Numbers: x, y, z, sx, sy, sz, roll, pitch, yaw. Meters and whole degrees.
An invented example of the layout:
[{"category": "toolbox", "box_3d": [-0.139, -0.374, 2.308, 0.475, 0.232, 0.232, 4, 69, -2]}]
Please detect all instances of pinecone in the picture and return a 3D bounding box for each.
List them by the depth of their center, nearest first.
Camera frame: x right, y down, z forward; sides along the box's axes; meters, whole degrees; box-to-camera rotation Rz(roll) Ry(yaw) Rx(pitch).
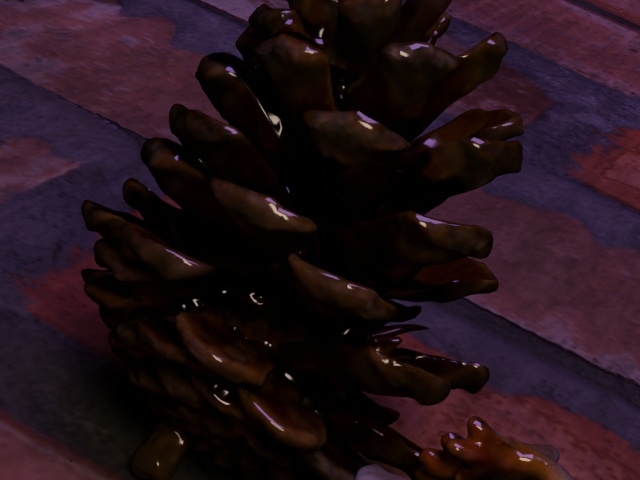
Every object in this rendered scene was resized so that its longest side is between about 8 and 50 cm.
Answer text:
[{"category": "pinecone", "box_3d": [0.000, 0.000, 0.775, 0.244, 0.309, 0.244, 29, 0, 0]}]

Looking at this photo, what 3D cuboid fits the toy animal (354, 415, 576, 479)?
[{"category": "toy animal", "box_3d": [0.160, 0.185, 0.625, 0.284, 0.225, 0.302, 22, 24, -39]}]
